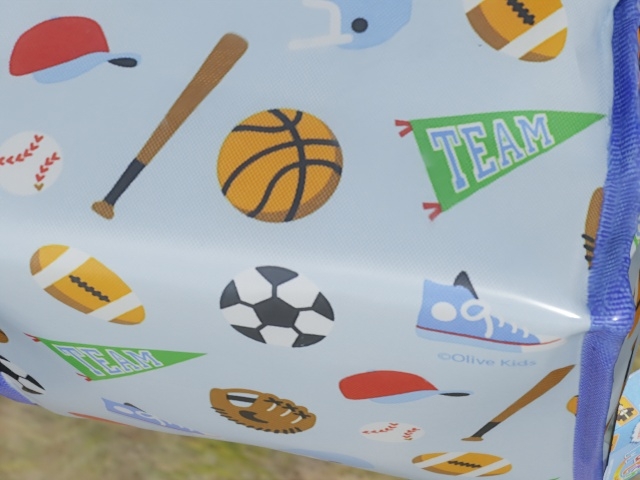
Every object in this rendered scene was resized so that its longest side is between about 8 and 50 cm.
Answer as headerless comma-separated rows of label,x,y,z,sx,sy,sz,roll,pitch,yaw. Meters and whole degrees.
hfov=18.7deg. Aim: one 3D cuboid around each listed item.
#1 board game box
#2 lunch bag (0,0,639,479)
board game box,0.196,0.192,1.604,0.211,0.160,0.039,-28,64,-12
lunch bag,0.000,0.000,0.966,0.327,0.385,0.239,9,66,11
